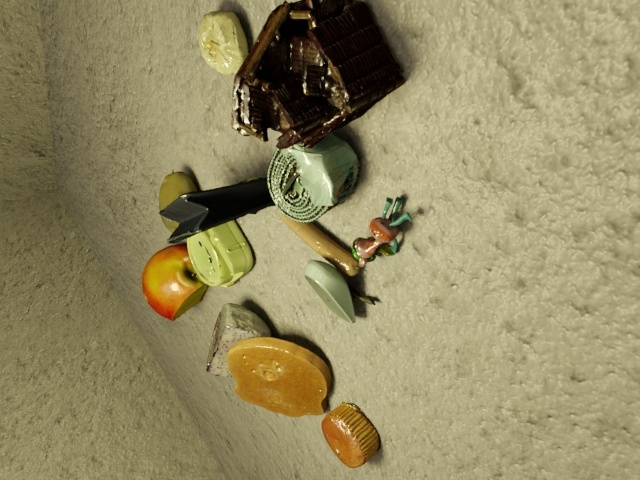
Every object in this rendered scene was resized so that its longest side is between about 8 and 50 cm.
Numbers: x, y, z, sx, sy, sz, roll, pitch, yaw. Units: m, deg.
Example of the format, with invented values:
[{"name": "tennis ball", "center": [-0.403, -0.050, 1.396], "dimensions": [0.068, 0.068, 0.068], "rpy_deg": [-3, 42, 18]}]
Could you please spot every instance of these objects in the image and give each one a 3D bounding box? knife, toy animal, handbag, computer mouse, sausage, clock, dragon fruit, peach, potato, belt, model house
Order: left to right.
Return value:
[{"name": "peach", "center": [-0.675, 0.187, 2.044], "dimensions": [0.306, 0.242, 0.380], "rpy_deg": [54, 141, 7]}, {"name": "potato", "center": [-0.549, -0.153, 1.770], "dimensions": [0.174, 0.158, 0.252], "rpy_deg": [163, 98, -77]}, {"name": "clock", "center": [-0.407, 0.048, 1.754], "dimensions": [0.286, 0.117, 0.348], "rpy_deg": [58, 141, 11]}, {"name": "handbag", "center": [-0.308, -0.103, 1.399], "dimensions": [0.303, 0.329, 0.122], "rpy_deg": [-13, 98, 56]}, {"name": "dragon fruit", "center": [-0.301, 0.377, 1.748], "dimensions": [0.204, 0.220, 0.283], "rpy_deg": [-92, 23, -58]}, {"name": "belt", "center": [-0.022, -0.164, 1.171], "dimensions": [0.207, 0.150, 0.257], "rpy_deg": [50, 141, 6]}, {"name": "model house", "center": [-0.010, -0.346, 0.963], "dimensions": [0.282, 0.317, 0.297], "rpy_deg": [38, 147, 36]}, {"name": "sausage", "center": [-0.001, 0.001, 1.304], "dimensions": [0.301, 0.065, 0.066], "rpy_deg": [41, 136, 31]}, {"name": "computer mouse", "center": [0.037, 0.140, 1.285], "dimensions": [0.127, 0.079, 0.231], "rpy_deg": [30, 157, 50]}, {"name": "knife", "center": [0.079, 0.141, 1.314], "dimensions": [0.222, 0.021, 0.046], "rpy_deg": [16, 126, 49]}, {"name": "toy animal", "center": [0.154, -0.012, 1.110], "dimensions": [0.103, 0.100, 0.208], "rpy_deg": [22, 133, -8]}]

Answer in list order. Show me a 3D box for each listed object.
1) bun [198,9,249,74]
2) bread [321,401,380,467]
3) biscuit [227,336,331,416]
[{"name": "bun", "center": [-0.280, -0.562, 1.293], "dimensions": [0.164, 0.111, 0.189], "rpy_deg": [-15, 94, 49]}, {"name": "bread", "center": [0.092, 0.648, 1.499], "dimensions": [0.199, 0.104, 0.199], "rpy_deg": [23, 123, 40]}, {"name": "biscuit", "center": [-0.144, 0.486, 1.617], "dimensions": [0.384, 0.062, 0.366], "rpy_deg": [8, 124, 16]}]
